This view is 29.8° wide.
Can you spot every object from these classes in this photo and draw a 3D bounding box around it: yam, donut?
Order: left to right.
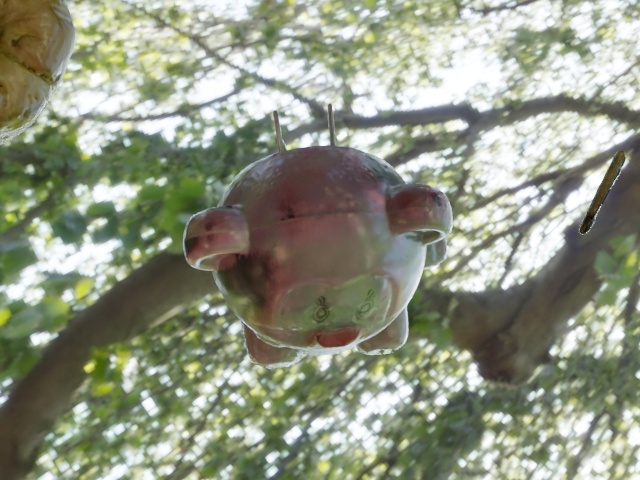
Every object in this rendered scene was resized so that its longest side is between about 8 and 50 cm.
[{"bbox_3d":[-0.411,-0.226,1.442,0.209,0.261,0.128,26,-25,-9],"label":"donut"},{"bbox_3d":[0.300,-0.051,1.276,0.014,0.107,0.014,27,-18,10],"label":"yam"}]

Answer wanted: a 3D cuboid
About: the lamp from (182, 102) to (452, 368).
[{"bbox_3d":[0.000,0.000,1.200,0.247,0.301,0.247,-4,-107,0],"label":"lamp"}]
